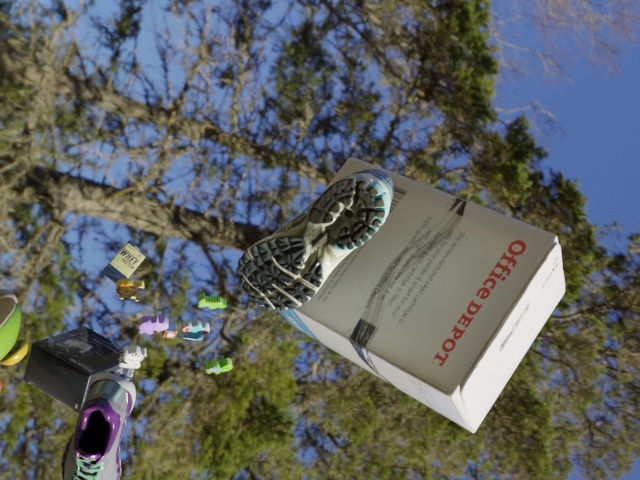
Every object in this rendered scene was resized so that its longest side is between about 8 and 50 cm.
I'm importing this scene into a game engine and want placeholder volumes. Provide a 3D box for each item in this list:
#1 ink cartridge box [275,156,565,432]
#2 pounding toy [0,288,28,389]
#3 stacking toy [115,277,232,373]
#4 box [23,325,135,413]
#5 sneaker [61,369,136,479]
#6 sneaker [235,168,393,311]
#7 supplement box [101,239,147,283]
[{"bbox_3d":[0.141,0.072,1.158,0.395,0.166,0.285,26,-109,35],"label":"ink cartridge box"},{"bbox_3d":[-0.572,0.190,1.250,0.183,0.110,0.237,-38,-154,-14],"label":"pounding toy"},{"bbox_3d":[-0.270,0.159,1.354,0.052,0.221,0.167,-56,-145,41],"label":"stacking toy"},{"bbox_3d":[-0.490,0.263,1.501,0.156,0.158,0.093,24,-75,18],"label":"box"},{"bbox_3d":[-0.308,0.285,0.959,0.098,0.083,0.223,-81,-175,-74],"label":"sneaker"},{"bbox_3d":[0.000,0.000,1.029,0.283,0.122,0.110,-36,-85,30],"label":"sneaker"},{"bbox_3d":[-0.471,0.055,1.744,0.083,0.056,0.083,-55,-166,-27],"label":"supplement box"}]
